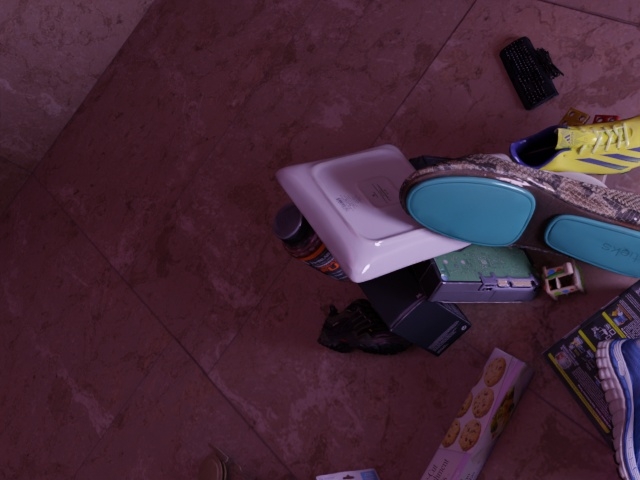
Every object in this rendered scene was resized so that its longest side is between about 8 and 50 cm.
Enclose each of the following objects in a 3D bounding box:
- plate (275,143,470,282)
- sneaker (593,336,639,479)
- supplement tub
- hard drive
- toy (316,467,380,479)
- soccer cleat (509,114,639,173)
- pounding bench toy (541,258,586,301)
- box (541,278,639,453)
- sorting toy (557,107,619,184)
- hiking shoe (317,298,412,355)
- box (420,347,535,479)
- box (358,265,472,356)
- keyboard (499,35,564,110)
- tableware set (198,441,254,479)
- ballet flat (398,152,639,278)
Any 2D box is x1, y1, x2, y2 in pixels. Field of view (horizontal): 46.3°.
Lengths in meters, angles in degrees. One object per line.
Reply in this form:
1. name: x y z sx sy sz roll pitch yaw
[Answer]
1. plate: 0.100 -0.071 1.331 0.277 0.277 0.045 54 145 29
2. sneaker: 0.496 0.278 1.059 0.147 0.129 0.330 -22 53 29
3. supplement tub: 0.000 0.000 1.383 0.106 0.197 0.106 -19 58 34
4. hard drive: 0.255 -0.029 1.435 0.064 0.236 0.339 116 145 -41
5. toy: 0.100 0.501 1.322 0.056 0.136 0.237 -59 41 34
6. soccer cleat: 0.479 -0.171 1.340 0.289 0.121 0.094 -14 58 32
7. pounding bench toy: 0.428 0.067 1.341 0.065 0.083 0.052 -18 57 29
8. box: 0.521 0.226 1.200 0.216 0.060 0.270 -42 48 13
9. sorting toy: 0.484 -0.124 1.428 0.132 0.046 0.275 8 72 40
10. hiking shoe: 0.092 0.172 1.545 0.226 0.086 0.114 -3 68 38
11. box: 0.269 0.348 1.327 0.067 0.063 0.324 28 85 45
12. box: 0.155 0.084 1.477 0.103 0.184 0.261 -44 47 10
13. keyboard: 0.448 -0.372 1.599 0.100 0.038 0.192 -30 52 22
14. tableware set: -0.199 0.531 1.612 0.194 0.039 0.128 23 93 49
15. ballet flat: 0.369 -0.064 1.285 0.182 0.482 0.164 -80 4 -46
